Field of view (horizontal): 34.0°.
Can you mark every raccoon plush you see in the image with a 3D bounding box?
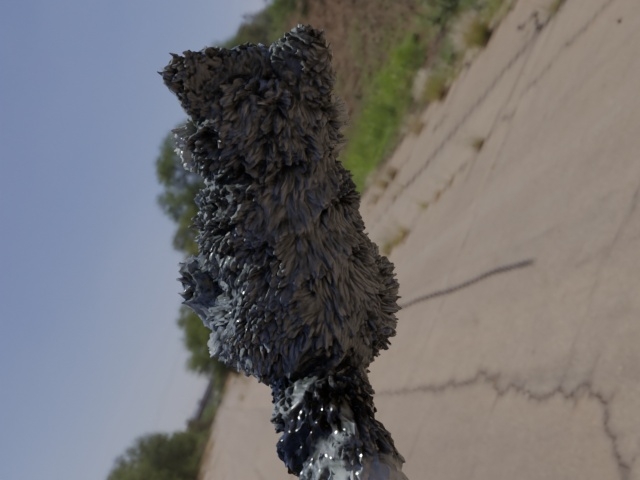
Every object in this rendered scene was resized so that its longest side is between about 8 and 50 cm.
[{"bbox_3d":[0.000,0.000,0.961,0.446,0.216,0.299,48,152,45],"label":"raccoon plush"}]
